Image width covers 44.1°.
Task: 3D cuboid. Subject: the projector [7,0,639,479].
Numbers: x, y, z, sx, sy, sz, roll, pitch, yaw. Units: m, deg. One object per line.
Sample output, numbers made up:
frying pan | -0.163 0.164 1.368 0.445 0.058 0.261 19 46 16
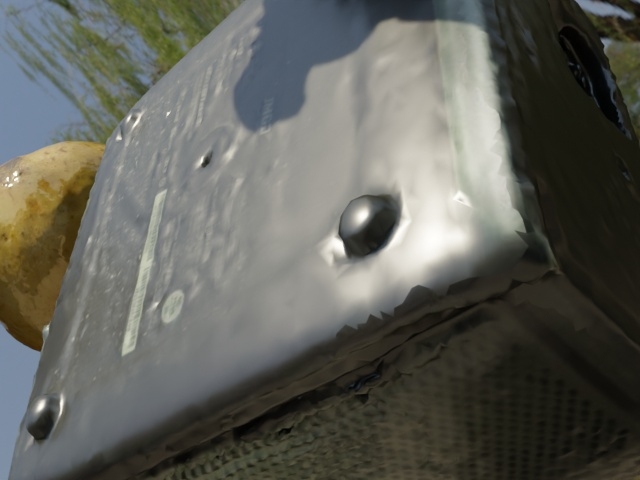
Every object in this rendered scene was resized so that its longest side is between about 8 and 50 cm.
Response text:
projector | 0.000 0.000 0.563 0.405 0.395 0.242 -31 -49 32

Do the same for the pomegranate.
pomegranate | -0.291 0.003 0.955 0.260 0.260 0.260 -30 -30 -20
